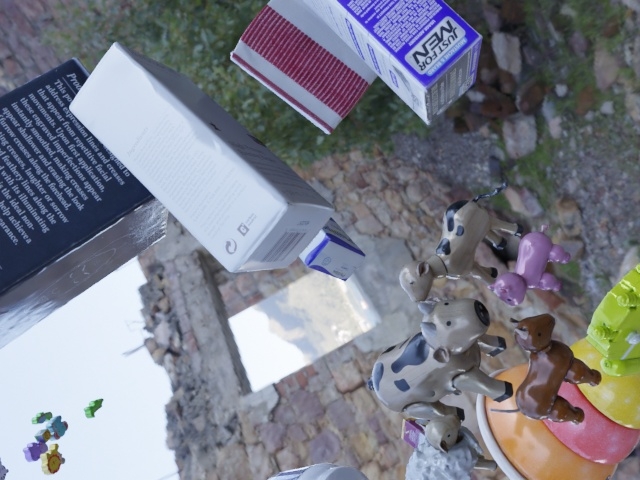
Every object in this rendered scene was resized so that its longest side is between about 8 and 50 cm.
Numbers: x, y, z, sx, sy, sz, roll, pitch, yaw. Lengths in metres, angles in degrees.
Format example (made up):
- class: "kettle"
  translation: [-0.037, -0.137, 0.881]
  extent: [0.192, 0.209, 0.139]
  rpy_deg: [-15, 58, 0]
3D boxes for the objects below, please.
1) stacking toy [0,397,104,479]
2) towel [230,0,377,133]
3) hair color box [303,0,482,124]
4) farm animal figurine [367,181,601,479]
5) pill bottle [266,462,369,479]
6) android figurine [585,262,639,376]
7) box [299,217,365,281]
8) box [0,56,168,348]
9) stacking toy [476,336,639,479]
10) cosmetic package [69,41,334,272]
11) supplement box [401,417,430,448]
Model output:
- class: "stacking toy"
  translation: [-0.587, 0.429, 1.319]
  extent: [0.221, 0.167, 0.052]
  rpy_deg: [-62, -45, -67]
- class: "towel"
  translation: [0.024, -0.388, 1.109]
  extent: [0.237, 0.329, 0.037]
  rpy_deg: [37, 176, -2]
- class: "hair color box"
  translation: [0.077, -0.339, 0.894]
  extent: [0.338, 0.110, 0.185]
  rpy_deg: [49, -174, 10]
- class: "farm animal figurine"
  translation: [0.169, 0.116, 0.787]
  extent: [0.172, 0.326, 0.330]
  rpy_deg: [22, -151, -20]
- class: "pill bottle"
  translation: [-0.012, 0.521, 1.201]
  extent: [0.153, 0.153, 0.265]
  rpy_deg: [61, 143, 9]
- class: "android figurine"
  translation: [0.514, 0.108, 0.935]
  extent: [0.056, 0.273, 0.248]
  rpy_deg: [52, 128, 44]
- class: "box"
  translation: [0.000, 0.000, 1.196]
  extent: [0.126, 0.072, 0.137]
  rpy_deg: [24, -160, -49]
- class: "box"
  translation: [-0.424, -0.011, 0.829]
  extent: [0.212, 0.396, 0.293]
  rpy_deg: [53, 159, 1]
- class: "stacking toy"
  translation: [0.596, 0.320, 1.299]
  extent: [0.350, 0.351, 0.479]
  rpy_deg: [60, 136, 31]
- class: "cosmetic package"
  translation: [-0.108, -0.075, 0.570]
  extent: [0.231, 0.085, 0.117]
  rpy_deg: [44, -166, 15]
- class: "supplement box"
  translation: [0.201, 0.373, 1.171]
  extent: [0.083, 0.055, 0.043]
  rpy_deg: [20, 108, 60]
